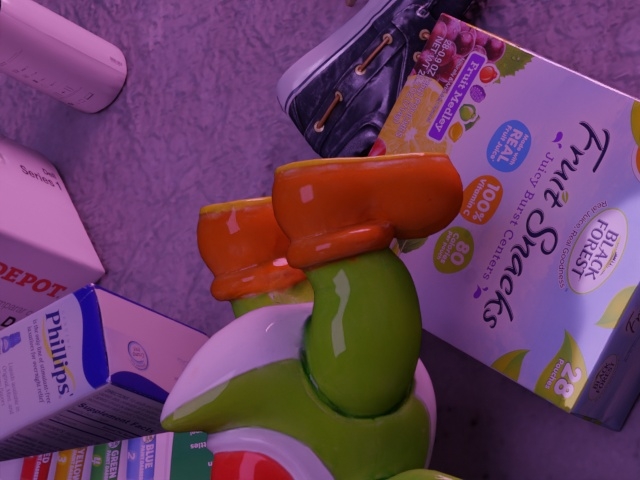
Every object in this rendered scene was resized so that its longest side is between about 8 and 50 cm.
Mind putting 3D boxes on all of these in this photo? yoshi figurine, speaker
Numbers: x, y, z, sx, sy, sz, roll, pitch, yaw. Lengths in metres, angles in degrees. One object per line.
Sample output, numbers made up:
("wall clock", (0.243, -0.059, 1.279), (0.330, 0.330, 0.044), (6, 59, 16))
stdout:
("yoshi figurine", (0.049, 0.141, 1.076), (0.203, 0.203, 0.362), (-9, 82, 18))
("speaker", (-0.196, -0.134, 1.365), (0.055, 0.136, 0.055), (-12, 68, 32))

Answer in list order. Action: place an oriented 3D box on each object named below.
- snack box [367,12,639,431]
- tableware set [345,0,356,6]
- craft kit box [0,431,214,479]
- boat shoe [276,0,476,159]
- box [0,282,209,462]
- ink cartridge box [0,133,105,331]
("snack box", (0.121, -0.014, 1.150), (0.207, 0.070, 0.174), (29, 93, 36))
("tableware set", (0.065, -0.242, 1.267), (0.128, 0.039, 0.194), (-3, 56, 56))
("craft kit box", (-0.123, 0.238, 1.165), (0.250, 0.061, 0.247), (-11, 59, 7))
("boat shoe", (0.061, -0.115, 1.236), (0.183, 0.065, 0.083), (-42, 64, 19))
("box", (-0.152, 0.100, 1.264), (0.137, 0.126, 0.072), (-26, 60, 24))
("ink cartridge box", (-0.317, 0.043, 1.348), (0.278, 0.201, 0.117), (-42, 57, 15))
